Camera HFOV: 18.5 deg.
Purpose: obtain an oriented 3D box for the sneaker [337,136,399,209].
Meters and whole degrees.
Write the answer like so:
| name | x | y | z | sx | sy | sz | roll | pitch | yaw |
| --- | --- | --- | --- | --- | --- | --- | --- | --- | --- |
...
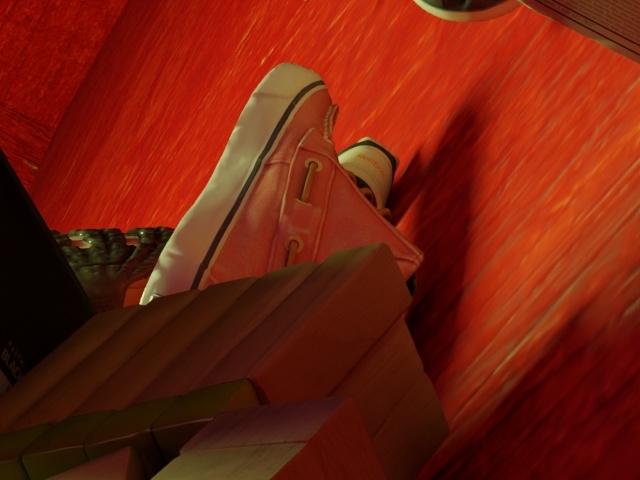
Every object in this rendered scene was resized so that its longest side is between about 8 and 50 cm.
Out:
| name | x | y | z | sx | sy | sz | roll | pitch | yaw |
| --- | --- | --- | --- | --- | --- | --- | --- | --- | --- |
| sneaker | 0.000 | 0.000 | 0.809 | 0.109 | 0.040 | 0.043 | -48 | 4 | 41 |

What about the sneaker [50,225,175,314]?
| name | x | y | z | sx | sy | sz | roll | pitch | yaw |
| --- | --- | --- | --- | --- | --- | --- | --- | --- | --- |
| sneaker | -0.181 | 0.093 | 1.288 | 0.410 | 0.158 | 0.182 | 153 | 111 | -69 |

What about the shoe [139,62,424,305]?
| name | x | y | z | sx | sy | sz | roll | pitch | yaw |
| --- | --- | --- | --- | --- | --- | --- | --- | --- | --- |
| shoe | -0.002 | 0.000 | 0.700 | 0.178 | 0.081 | 0.063 | -64 | -7 | -57 |

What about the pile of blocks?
| name | x | y | z | sx | sy | sz | roll | pitch | yaw |
| --- | --- | --- | --- | --- | --- | --- | --- | --- | --- |
| pile of blocks | -0.032 | 0.115 | 0.435 | 0.149 | 0.112 | 0.362 | -21 | 14 | 7 |

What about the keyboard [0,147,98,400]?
| name | x | y | z | sx | sy | sz | roll | pitch | yaw |
| --- | --- | --- | --- | --- | --- | --- | --- | --- | --- |
| keyboard | -0.106 | 0.087 | 0.559 | 0.317 | 0.033 | 0.201 | 65 | -149 | -41 |

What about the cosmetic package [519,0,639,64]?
| name | x | y | z | sx | sy | sz | roll | pitch | yaw |
| --- | --- | --- | --- | --- | --- | --- | --- | --- | --- |
| cosmetic package | 0.119 | -0.167 | 0.564 | 0.099 | 0.060 | 0.239 | -49 | 18 | 49 |

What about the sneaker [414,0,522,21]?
| name | x | y | z | sx | sy | sz | roll | pitch | yaw |
| --- | --- | --- | --- | --- | --- | --- | --- | --- | --- |
| sneaker | 0.080 | -0.172 | 0.742 | 0.086 | 0.085 | 0.237 | 83 | -159 | -59 |
